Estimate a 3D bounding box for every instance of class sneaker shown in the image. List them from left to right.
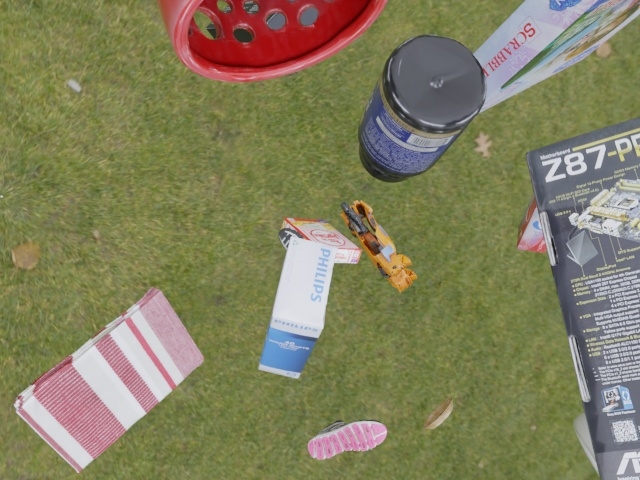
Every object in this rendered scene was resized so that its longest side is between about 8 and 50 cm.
[{"bbox_3d":[-0.034,0.024,1.074,0.109,0.044,0.040,45,61,0],"label":"sneaker"},{"bbox_3d":[0.058,0.407,1.308,0.170,0.075,0.063,-21,95,14],"label":"sneaker"}]

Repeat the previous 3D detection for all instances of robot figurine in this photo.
[{"bbox_3d":[0.159,0.004,1.782,0.085,0.291,0.211,-34,151,-1],"label":"robot figurine"}]

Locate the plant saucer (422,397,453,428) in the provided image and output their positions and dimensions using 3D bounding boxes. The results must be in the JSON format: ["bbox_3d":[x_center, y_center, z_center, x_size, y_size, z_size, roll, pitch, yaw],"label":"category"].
[{"bbox_3d":[0.238,0.349,1.239,0.083,0.083,0.015,-42,82,-18],"label":"plant saucer"}]

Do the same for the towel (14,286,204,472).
[{"bbox_3d":[-0.398,0.273,1.221,0.329,0.037,0.237,-41,134,-25],"label":"towel"}]

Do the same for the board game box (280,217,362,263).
[{"bbox_3d":[0.000,0.000,1.725,0.147,0.193,0.045,2,116,-37],"label":"board game box"}]

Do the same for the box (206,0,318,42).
[{"bbox_3d":[-0.145,-0.575,1.611,0.184,0.261,0.103,-54,132,-15],"label":"box"}]

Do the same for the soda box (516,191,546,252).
[{"bbox_3d":[0.651,-0.059,1.832,0.092,0.263,0.083,8,64,10],"label":"soda box"}]

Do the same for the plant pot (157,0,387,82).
[{"bbox_3d":[-0.053,-0.255,0.520,0.191,0.191,0.174,-12,77,-26],"label":"plant pot"}]

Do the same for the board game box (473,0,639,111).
[{"bbox_3d":[0.366,-0.316,0.853,0.319,0.318,0.066,-29,84,-27],"label":"board game box"}]

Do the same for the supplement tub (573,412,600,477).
[{"bbox_3d":[0.672,0.373,1.160,0.316,0.228,0.228,-29,109,8],"label":"supplement tub"}]

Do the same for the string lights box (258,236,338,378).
[{"bbox_3d":[-0.039,0.116,0.990,0.077,0.259,0.133,13,60,-3],"label":"string lights box"}]

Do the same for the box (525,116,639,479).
[{"bbox_3d":[0.386,0.019,0.468,0.097,0.395,0.318,37,42,-53],"label":"box"}]

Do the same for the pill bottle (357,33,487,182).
[{"bbox_3d":[0.116,-0.154,0.799,0.123,0.219,0.122,2,75,-8],"label":"pill bottle"}]
